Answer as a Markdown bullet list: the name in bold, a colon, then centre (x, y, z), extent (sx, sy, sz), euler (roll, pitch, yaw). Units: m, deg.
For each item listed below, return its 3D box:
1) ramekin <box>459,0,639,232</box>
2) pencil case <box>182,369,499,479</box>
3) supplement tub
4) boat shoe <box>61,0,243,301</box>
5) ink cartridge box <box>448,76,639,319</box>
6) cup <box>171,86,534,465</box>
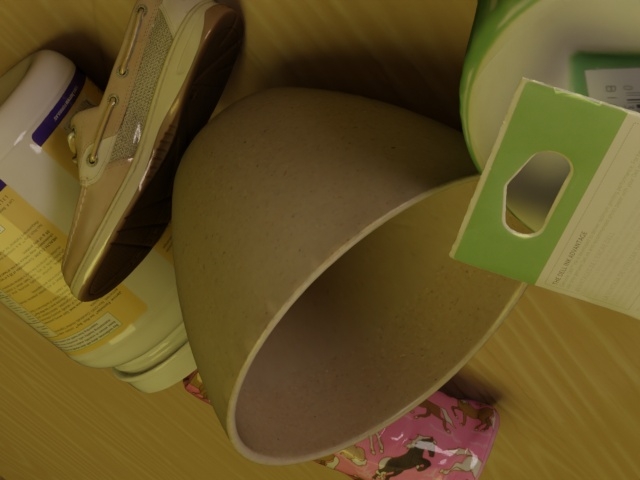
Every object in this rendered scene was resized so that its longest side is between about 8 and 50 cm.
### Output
- **ramekin**: centre (0.233, -0.108, 0.633), extent (0.303, 0.148, 0.303), euler (15, 143, 11)
- **pencil case**: centre (0.027, 0.196, 1.245), extent (0.386, 0.167, 0.160), euler (29, 170, -2)
- **supplement tub**: centre (-0.251, -0.013, 1.091), extent (0.241, 0.241, 0.331), euler (-14, 129, 48)
- **boat shoe**: centre (-0.176, -0.090, 0.929), extent (0.098, 0.302, 0.109), euler (28, -168, 13)
- **ink cartridge box**: centre (0.211, -0.016, 0.588), extent (0.235, 0.056, 0.171), euler (21, 143, 6)
- **cup**: centre (0.000, 0.000, 0.893), extent (0.237, 0.331, 0.331), euler (48, 160, 31)
